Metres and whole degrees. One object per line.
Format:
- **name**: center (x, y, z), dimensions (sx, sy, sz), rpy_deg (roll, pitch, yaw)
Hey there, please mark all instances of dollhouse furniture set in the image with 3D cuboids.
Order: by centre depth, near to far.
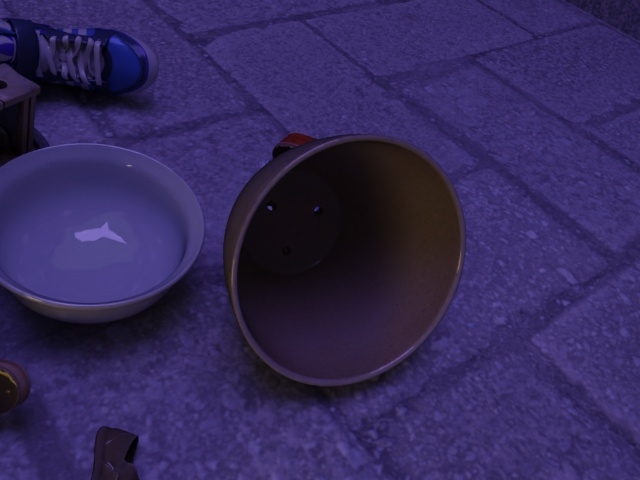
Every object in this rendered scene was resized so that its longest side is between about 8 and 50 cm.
- **dollhouse furniture set**: center (-0.510, -0.186, 0.853), dimensions (0.184, 0.129, 0.129), rpy_deg (34, 41, 6)

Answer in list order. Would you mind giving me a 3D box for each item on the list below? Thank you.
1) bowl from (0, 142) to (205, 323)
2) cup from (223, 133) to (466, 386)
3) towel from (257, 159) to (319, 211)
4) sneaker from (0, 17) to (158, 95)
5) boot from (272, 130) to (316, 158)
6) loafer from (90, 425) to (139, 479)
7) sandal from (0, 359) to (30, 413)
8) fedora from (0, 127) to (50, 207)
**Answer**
- **bowl**: center (-0.320, 0.010, 0.870), dimensions (0.298, 0.134, 0.297), rpy_deg (10, 46, -11)
- **cup**: center (0.000, 0.000, 0.875), dimensions (0.331, 0.331, 0.237), rpy_deg (-10, 21, -23)
- **towel**: center (0.016, -0.053, 1.102), dimensions (0.285, 0.034, 0.209), rpy_deg (11, 44, -4)
- **sneaker**: center (-0.499, -0.337, 1.153), dimensions (0.323, 0.130, 0.236), rpy_deg (16, 22, 15)
- **boot**: center (-0.005, -0.170, 1.201), dimensions (0.158, 0.059, 0.084), rpy_deg (19, 39, 7)
- **loafer**: center (-0.228, 0.272, 0.689), dimensions (0.050, 0.056, 0.148), rpy_deg (-5, 46, -10)
- **sandal**: center (-0.448, 0.161, 0.746), dimensions (0.240, 0.088, 0.079), rpy_deg (4, 7, 9)
- **fedora**: center (-0.548, -0.098, 0.937), dimensions (0.276, 0.124, 0.243), rpy_deg (3, 46, -25)
